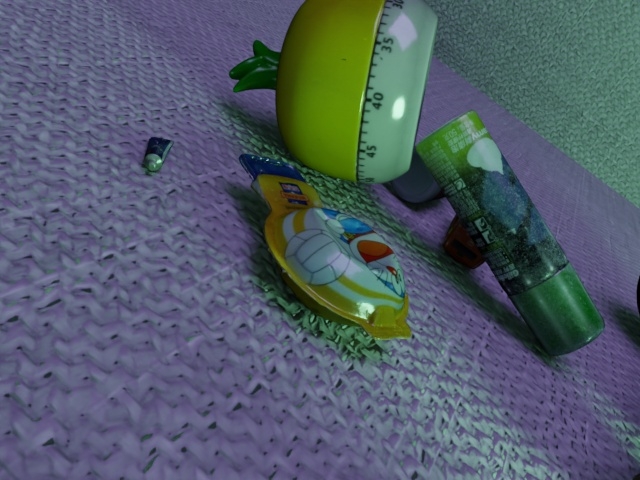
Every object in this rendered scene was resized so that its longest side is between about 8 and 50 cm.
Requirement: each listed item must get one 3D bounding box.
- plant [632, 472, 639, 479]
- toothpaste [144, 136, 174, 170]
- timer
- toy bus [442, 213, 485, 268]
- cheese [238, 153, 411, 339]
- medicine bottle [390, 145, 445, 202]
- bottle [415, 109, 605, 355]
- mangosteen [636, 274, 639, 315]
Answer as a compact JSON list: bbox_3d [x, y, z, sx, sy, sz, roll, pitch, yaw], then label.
[{"bbox_3d":[0.393,0.242,0.602,0.233,0.204,0.178,12,23,-45],"label":"plant"},{"bbox_3d":[-0.172,-0.093,0.682,0.027,0.019,0.083,10,27,-11],"label":"toothpaste"},{"bbox_3d":[0.009,-0.219,0.877,0.285,0.285,0.285,28,26,-15],"label":"timer"},{"bbox_3d":[0.237,-0.021,0.986,0.079,0.077,0.174,37,26,3],"label":"toy bus"},{"bbox_3d":[0.000,0.000,0.669,0.176,0.069,0.270,6,38,-46],"label":"cheese"},{"bbox_3d":[0.196,-0.115,1.085,0.090,0.090,0.216,43,26,17],"label":"medicine bottle"},{"bbox_3d":[0.248,-0.009,0.850,0.330,0.093,0.093,58,27,1],"label":"bottle"},{"bbox_3d":[0.690,0.104,1.082,0.297,0.297,0.293,47,30,24],"label":"mangosteen"}]
